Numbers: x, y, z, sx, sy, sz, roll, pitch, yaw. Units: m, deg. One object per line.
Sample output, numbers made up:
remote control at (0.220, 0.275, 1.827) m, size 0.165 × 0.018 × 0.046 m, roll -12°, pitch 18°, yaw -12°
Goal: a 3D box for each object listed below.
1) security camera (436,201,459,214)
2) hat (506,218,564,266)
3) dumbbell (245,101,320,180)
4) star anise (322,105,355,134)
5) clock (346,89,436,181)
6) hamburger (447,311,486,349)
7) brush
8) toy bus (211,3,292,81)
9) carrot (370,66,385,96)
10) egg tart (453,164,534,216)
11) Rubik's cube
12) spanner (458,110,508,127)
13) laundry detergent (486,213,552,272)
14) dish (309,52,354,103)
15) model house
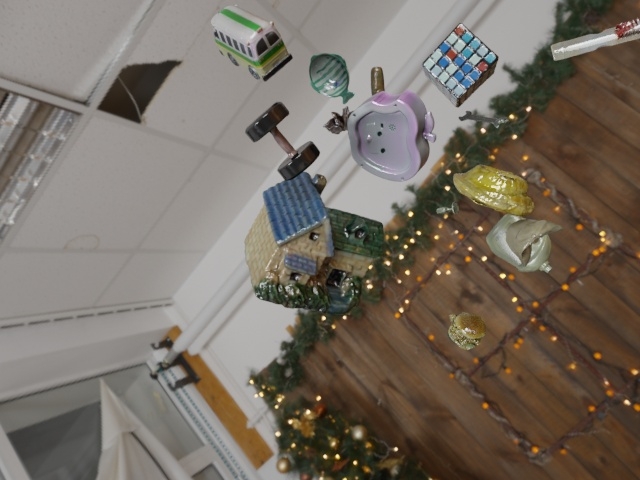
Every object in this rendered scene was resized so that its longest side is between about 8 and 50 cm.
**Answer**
security camera at (0.550, -0.135, 2.038) m, size 0.092 × 0.058 × 0.058 m, roll -6°, pitch 13°, yaw 45°
hat at (0.650, -0.029, 1.496) m, size 0.166 × 0.173 × 0.144 m, roll -47°, pitch -48°, yaw 7°
dumbbell at (-0.120, -0.318, 1.511) m, size 0.152 × 0.218 × 0.152 m, roll -37°, pitch 17°, yaw 13°
star anise at (0.126, -0.585, 2.342) m, size 0.231 × 0.089 × 0.209 m, roll 5°, pitch -22°, yaw -36°
clock at (0.263, -0.385, 1.747) m, size 0.102 × 0.338 × 0.339 m, roll -48°, pitch -11°, yaw -42°
hamburger at (0.663, 0.396, 2.130) m, size 0.159 × 0.184 × 0.131 m, roll -33°, pitch -34°, yaw -31°
brush at (0.921, -0.655, 1.504) m, size 0.320 × 0.060 × 0.050 m, roll -11°, pitch -11°, yaw 19°
toy bus at (-0.262, -0.716, 1.670) m, size 0.143 × 0.305 × 0.179 m, roll -44°, pitch -34°, yaw -8°
carrot at (0.277, -0.647, 2.223) m, size 0.070 × 0.070 × 0.343 m, roll -31°, pitch -52°, yaw -32°
egg tart at (0.600, -0.186, 1.606) m, size 0.290 × 0.290 × 0.116 m, roll -15°, pitch -49°, yaw -55°
Rubik's cube at (0.484, -0.602, 1.635) m, size 0.184 × 0.182 × 0.187 m, roll -45°, pitch -8°, yaw 14°
spanner at (0.619, -0.465, 1.793) m, size 0.054 × 0.254 × 0.015 m, roll -43°, pitch -61°, yaw -2°
laundry detergent at (0.771, 0.025, 1.778) m, size 0.091 × 0.253 × 0.181 m, roll 0°, pitch -50°, yaw -51°
dish at (0.062, -0.728, 2.068) m, size 0.224 × 0.246 × 0.078 m, roll -31°, pitch 16°, yaw 48°
model house at (0.000, 0.000, 1.707) m, size 0.444 × 0.395 × 0.400 m, roll 18°, pitch -65°, yaw -25°
